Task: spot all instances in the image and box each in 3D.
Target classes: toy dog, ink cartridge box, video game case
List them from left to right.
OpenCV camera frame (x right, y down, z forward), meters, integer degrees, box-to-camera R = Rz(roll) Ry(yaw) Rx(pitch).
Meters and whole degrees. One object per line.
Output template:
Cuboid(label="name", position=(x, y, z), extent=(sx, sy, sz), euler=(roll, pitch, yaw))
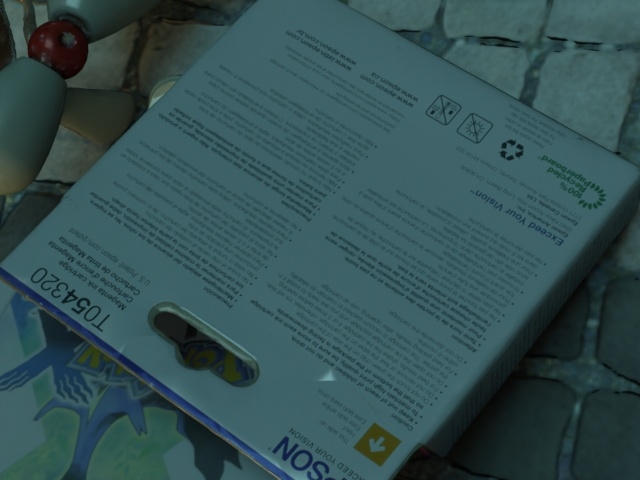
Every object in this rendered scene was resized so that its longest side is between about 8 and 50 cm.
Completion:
Cuboid(label="toy dog", position=(-0.200, -0.185, 1.266), extent=(0.333, 0.161, 0.220), euler=(-39, 101, -28))
Cuboid(label="video game case", position=(-0.165, 0.152, 1.136), extent=(0.329, 0.036, 0.300), euler=(4, 49, 23))
Cuboid(label="ink cartridge box", position=(0.000, 0.000, 1.130), extent=(0.324, 0.071, 0.330), euler=(33, 69, 23))

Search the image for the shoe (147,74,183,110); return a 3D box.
Cuboid(label="shoe", position=(-0.078, -0.048, 1.233), extent=(0.076, 0.058, 0.219), euler=(-33, 64, 6))
